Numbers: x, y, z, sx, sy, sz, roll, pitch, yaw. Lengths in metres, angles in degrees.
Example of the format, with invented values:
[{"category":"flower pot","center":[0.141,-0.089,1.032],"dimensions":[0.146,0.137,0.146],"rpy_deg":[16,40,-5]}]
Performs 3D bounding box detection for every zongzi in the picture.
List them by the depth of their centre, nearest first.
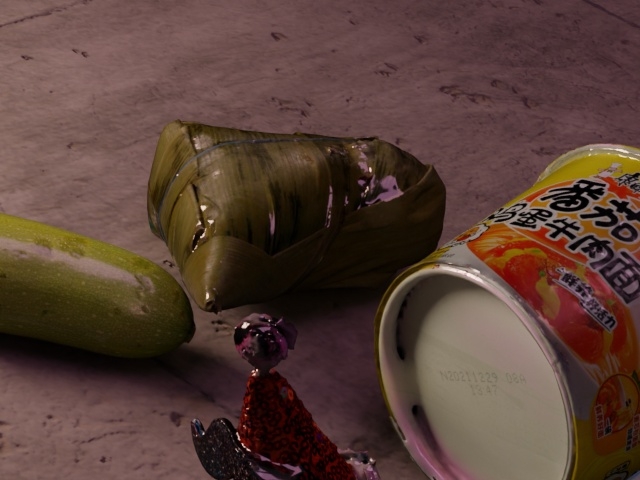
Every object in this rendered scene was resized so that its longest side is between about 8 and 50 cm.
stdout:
[{"category":"zongzi","center":[0.000,0.000,1.551],"dimensions":[0.251,0.125,0.274],"rpy_deg":[2,21,-15]}]

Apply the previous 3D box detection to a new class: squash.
[{"category":"squash","center":[-0.184,0.038,1.470],"dimensions":[0.188,0.095,0.095],"rpy_deg":[14,31,-12]}]

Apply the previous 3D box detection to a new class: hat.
[{"category":"hat","center":[-0.021,0.145,1.257],"dimensions":[0.129,0.227,0.140],"rpy_deg":[-11,38,2]}]

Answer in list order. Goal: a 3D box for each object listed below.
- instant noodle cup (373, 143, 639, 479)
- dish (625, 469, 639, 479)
[{"category":"instant noodle cup","center":[0.180,0.078,1.439],"dimensions":[0.200,0.264,0.264],"rpy_deg":[-23,49,-37]},{"category":"dish","center":[0.230,0.222,1.244],"dimensions":[0.273,0.273,0.134],"rpy_deg":[-21,69,-46]}]
